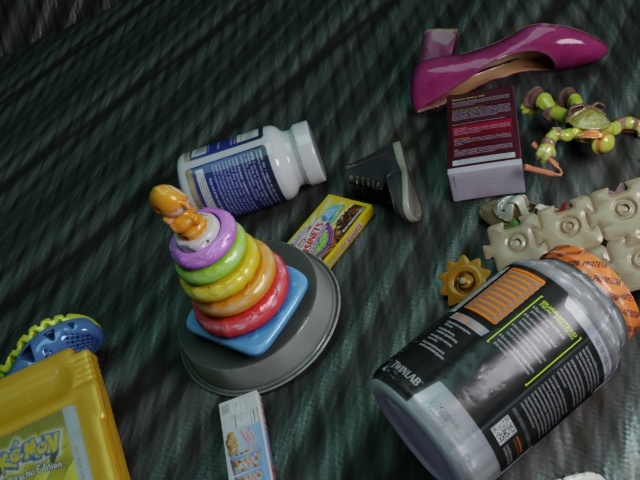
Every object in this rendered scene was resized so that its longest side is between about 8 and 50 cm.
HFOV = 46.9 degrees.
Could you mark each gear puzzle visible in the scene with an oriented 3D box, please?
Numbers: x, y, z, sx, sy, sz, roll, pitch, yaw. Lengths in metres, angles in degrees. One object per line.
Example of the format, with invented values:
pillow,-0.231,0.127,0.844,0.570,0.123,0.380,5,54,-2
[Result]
gear puzzle,0.340,0.039,1.104,0.339,0.044,0.175,-19,67,22

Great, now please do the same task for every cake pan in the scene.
cake pan,-0.113,0.115,1.223,0.293,0.054,0.293,-13,48,15

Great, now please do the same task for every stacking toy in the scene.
stacking toy,-0.160,0.018,1.078,0.175,0.301,0.165,14,60,35

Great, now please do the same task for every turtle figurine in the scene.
turtle figurine,0.440,-0.203,1.286,0.270,0.087,0.217,-15,37,-9

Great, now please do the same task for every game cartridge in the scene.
game cartridge,-0.430,0.344,1.077,0.285,0.052,0.323,-25,61,-2

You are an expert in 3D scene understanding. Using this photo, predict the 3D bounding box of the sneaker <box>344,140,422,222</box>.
sneaker,0.113,-0.089,1.352,0.118,0.083,0.222,-21,33,12

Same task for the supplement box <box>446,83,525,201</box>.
supplement box,0.301,-0.183,1.359,0.130,0.073,0.239,-7,45,17

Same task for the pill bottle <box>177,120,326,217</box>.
pill bottle,-0.131,-0.135,1.443,0.265,0.153,0.153,-17,41,7

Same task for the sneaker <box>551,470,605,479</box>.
sneaker,0.218,0.356,0.808,0.279,0.107,0.118,-27,47,-3

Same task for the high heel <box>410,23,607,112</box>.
high heel,0.374,-0.331,1.493,0.378,0.127,0.181,5,77,23

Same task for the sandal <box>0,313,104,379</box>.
sandal,-0.491,0.253,1.233,0.317,0.126,0.138,-41,50,-8

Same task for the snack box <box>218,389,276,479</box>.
snack box,-0.106,0.301,1.070,0.064,0.022,0.178,-20,41,2

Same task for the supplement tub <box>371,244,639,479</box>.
supplement tub,0.238,0.155,0.941,0.316,0.193,0.193,-35,43,-13

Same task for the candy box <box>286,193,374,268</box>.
candy box,0.000,0.000,1.337,0.105,0.027,0.206,15,54,38

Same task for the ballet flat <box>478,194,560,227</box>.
ballet flat,0.343,-0.040,1.194,0.206,0.067,0.073,24,59,40
